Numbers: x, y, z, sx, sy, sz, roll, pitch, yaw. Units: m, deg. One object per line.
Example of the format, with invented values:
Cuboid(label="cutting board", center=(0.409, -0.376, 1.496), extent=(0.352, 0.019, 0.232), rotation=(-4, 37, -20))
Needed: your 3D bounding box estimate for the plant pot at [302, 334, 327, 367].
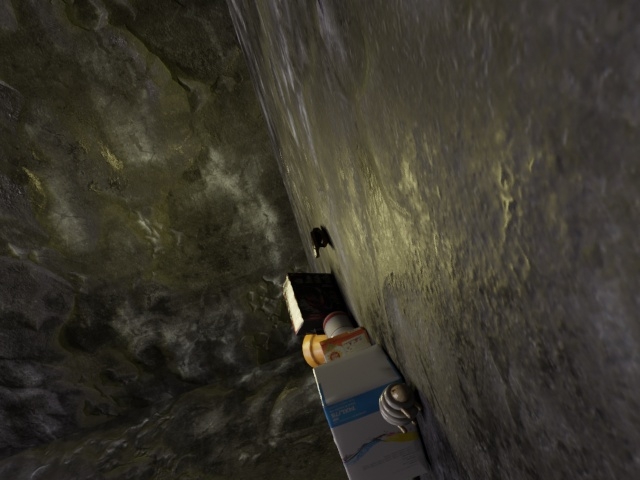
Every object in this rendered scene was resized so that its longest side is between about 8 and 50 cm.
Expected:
Cuboid(label="plant pot", center=(0.048, 0.537, 2.141), extent=(0.188, 0.205, 0.204), rotation=(-22, 86, 46))

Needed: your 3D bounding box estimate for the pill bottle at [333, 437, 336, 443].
Cuboid(label="pill bottle", center=(0.160, 0.866, 1.954), extent=(0.271, 0.153, 0.152), rotation=(-61, 40, 43))

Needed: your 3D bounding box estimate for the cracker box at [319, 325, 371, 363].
Cuboid(label="cracker box", center=(0.107, 0.418, 1.390), extent=(0.067, 0.156, 0.232), rotation=(158, 94, -85))

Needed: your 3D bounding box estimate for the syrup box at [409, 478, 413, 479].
Cuboid(label="syrup box", center=(0.240, 0.784, 1.404), extent=(0.093, 0.097, 0.236), rotation=(-92, -2, -48))

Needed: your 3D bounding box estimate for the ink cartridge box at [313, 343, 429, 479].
Cuboid(label="ink cartridge box", center=(0.124, 0.452, 1.087), extent=(0.198, 0.198, 0.269), rotation=(-130, 21, -78))

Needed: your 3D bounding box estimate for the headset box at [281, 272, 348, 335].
Cuboid(label="headset box", center=(-0.023, 0.280, 1.828), extent=(0.110, 0.218, 0.293), rotation=(-65, 34, 37))

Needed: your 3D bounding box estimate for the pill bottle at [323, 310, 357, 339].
Cuboid(label="pill bottle", center=(0.087, 0.363, 1.605), extent=(0.221, 0.121, 0.121), rotation=(-124, 16, -72))

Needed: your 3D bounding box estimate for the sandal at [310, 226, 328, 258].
Cuboid(label="sandal", center=(0.000, 0.000, 1.595), extent=(0.219, 0.060, 0.089), rotation=(-68, -33, -75))

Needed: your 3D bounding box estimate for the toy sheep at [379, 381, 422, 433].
Cuboid(label="toy sheep", center=(0.168, 0.355, 0.910), extent=(0.091, 0.091, 0.131), rotation=(-115, 26, -51))
